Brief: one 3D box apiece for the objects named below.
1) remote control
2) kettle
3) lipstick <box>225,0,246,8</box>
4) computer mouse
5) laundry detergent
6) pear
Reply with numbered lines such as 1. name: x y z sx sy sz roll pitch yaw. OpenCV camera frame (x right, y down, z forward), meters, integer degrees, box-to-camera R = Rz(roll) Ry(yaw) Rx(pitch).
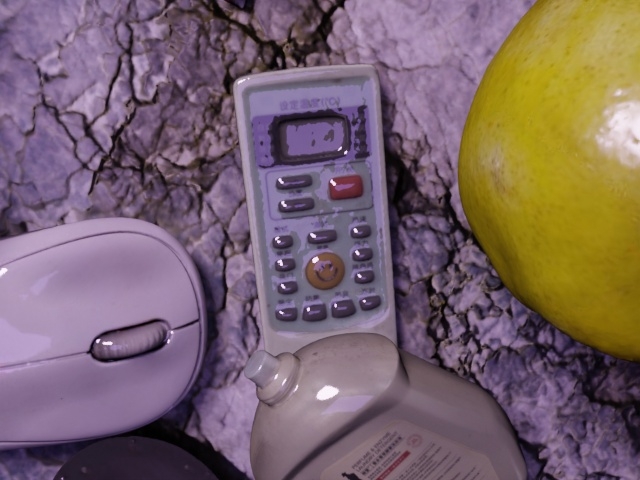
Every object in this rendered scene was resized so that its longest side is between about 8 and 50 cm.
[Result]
1. remote control: 0.000 0.000 0.589 0.123 0.038 0.285 -5 102 -6
2. kettle: -0.156 0.291 0.581 0.202 0.144 0.232 6 125 -34
3. lipstick: -0.041 -0.268 0.538 0.027 0.027 0.176 19 101 -10
4. computer mouse: -0.239 0.074 0.538 0.296 0.121 0.184 1 100 -5
5. laundry detergent: 0.039 0.165 0.577 0.253 0.091 0.181 37 107 -24
6. pear: 0.254 -0.092 0.490 0.287 0.287 0.375 21 79 -10
